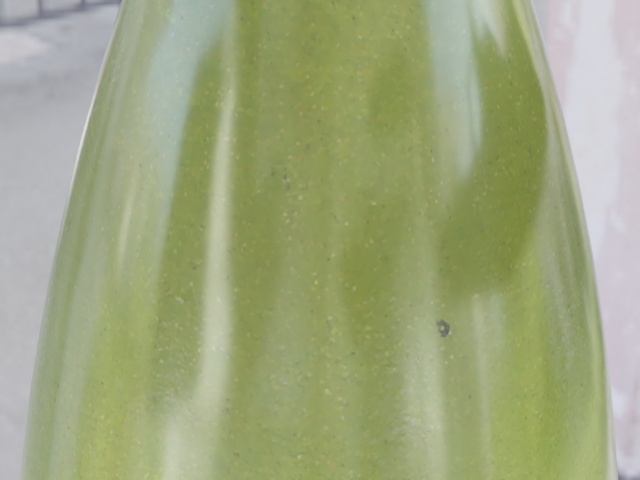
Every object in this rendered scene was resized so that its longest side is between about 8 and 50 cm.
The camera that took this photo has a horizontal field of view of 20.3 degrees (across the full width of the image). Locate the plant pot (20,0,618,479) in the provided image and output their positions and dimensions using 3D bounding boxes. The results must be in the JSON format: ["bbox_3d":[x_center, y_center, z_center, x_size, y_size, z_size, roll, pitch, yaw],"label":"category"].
[{"bbox_3d":[0.000,0.000,0.756,0.275,0.293,0.275,0,24,0],"label":"plant pot"}]
